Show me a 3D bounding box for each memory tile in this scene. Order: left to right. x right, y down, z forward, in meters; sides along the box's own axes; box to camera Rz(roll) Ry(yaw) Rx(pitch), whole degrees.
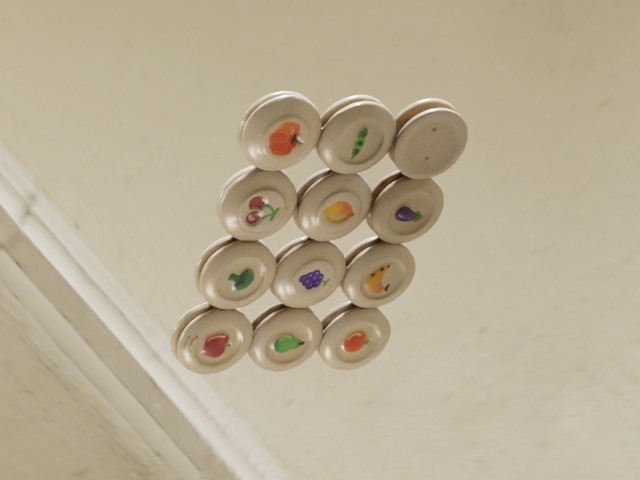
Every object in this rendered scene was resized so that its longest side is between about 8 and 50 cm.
[{"bbox_3d":[0.000,0.000,0.845,0.113,0.012,0.148,2,-57,-29],"label":"memory tile"}]
